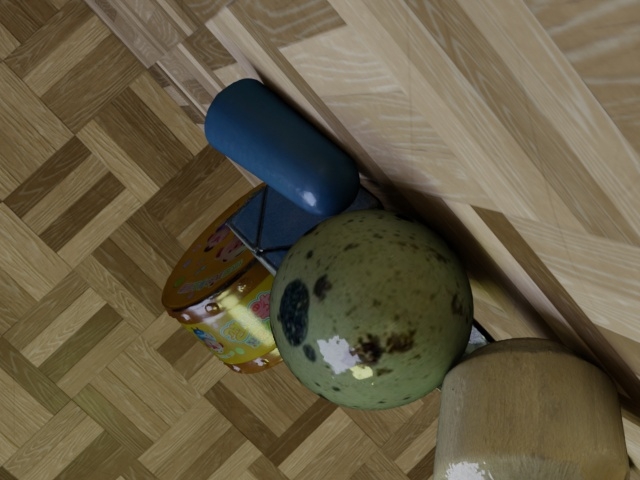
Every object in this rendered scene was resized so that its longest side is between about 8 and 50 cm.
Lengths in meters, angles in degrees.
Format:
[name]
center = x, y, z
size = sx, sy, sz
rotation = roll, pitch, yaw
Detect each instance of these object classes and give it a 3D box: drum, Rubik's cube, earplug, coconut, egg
[drum]
center = -0.122, 0.063, 1.887
size = 0.214, 0.431, 0.431
rotation = 47, 175, -21
[Rubik's cube]
center = 0.000, 0.000, 1.534
size = 0.205, 0.205, 0.207
rotation = 42, 173, 36
[earplug]
center = -0.049, -0.133, 1.373
size = 0.273, 0.132, 0.132
rotation = 39, 172, 31
[coconut]
center = 0.259, 0.266, 1.091
size = 0.237, 0.237, 0.266
rotation = 50, -142, -36
[egg]
center = 0.069, 0.097, 1.243
size = 0.287, 0.287, 0.379
rotation = 46, 178, 4

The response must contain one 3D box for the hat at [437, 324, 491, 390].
[hat]
center = 0.247, 0.214, 1.666
size = 0.265, 0.128, 0.265
rotation = 46, 172, 8
